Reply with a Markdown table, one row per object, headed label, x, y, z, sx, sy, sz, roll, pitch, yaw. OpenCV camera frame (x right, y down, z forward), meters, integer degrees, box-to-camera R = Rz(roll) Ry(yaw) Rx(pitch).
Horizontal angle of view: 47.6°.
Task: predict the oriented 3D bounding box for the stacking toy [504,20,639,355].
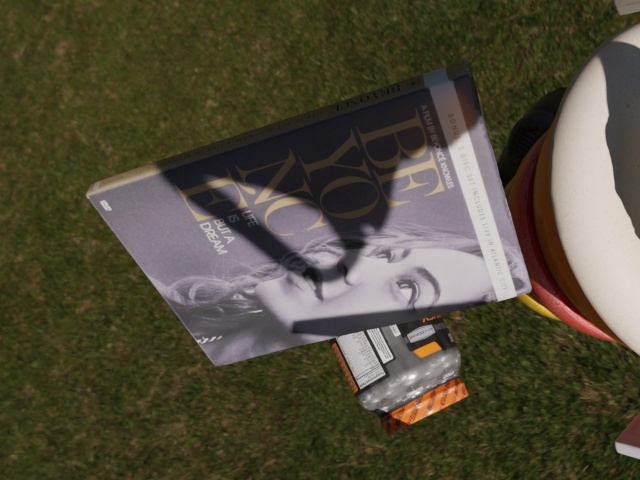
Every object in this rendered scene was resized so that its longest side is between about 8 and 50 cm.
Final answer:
| label | x | y | z | sx | sy | sz | roll | pitch | yaw |
| --- | --- | --- | --- | --- | --- | --- | --- | --- | --- |
| stacking toy | 0.308 | -0.011 | 0.849 | 0.350 | 0.480 | 0.351 | 3 | 80 | -17 |

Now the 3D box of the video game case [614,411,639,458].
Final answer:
| label | x | y | z | sx | sy | sz | roll | pitch | yaw |
| --- | --- | --- | --- | --- | --- | --- | --- | --- | --- |
| video game case | 0.413 | 0.187 | 0.760 | 0.143 | 0.157 | 0.019 | 3 | 120 | 54 |

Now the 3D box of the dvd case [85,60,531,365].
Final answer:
| label | x | y | z | sx | sy | sz | roll | pitch | yaw |
| --- | --- | --- | --- | --- | --- | --- | --- | --- | --- |
| dvd case | 0.000 | 0.000 | 0.433 | 0.221 | 0.164 | 0.018 | -16 | 40 | 14 |

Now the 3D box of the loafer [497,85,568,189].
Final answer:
| label | x | y | z | sx | sy | sz | roll | pitch | yaw |
| --- | --- | --- | --- | --- | --- | --- | --- | --- | --- |
| loafer | 0.377 | -0.132 | 1.247 | 0.134 | 0.366 | 0.130 | 36 | 72 | 10 |

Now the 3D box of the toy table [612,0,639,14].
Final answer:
| label | x | y | z | sx | sy | sz | roll | pitch | yaw |
| --- | --- | --- | --- | --- | --- | --- | --- | --- | --- |
| toy table | 0.522 | -0.360 | 0.938 | 0.161 | 0.274 | 0.252 | -34 | 94 | -9 |

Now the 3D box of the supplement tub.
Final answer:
| label | x | y | z | sx | sy | sz | roll | pitch | yaw |
| --- | --- | --- | --- | --- | --- | --- | --- | --- | --- |
| supplement tub | 0.118 | 0.164 | 1.324 | 0.207 | 0.207 | 0.338 | -32 | 74 | 17 |
